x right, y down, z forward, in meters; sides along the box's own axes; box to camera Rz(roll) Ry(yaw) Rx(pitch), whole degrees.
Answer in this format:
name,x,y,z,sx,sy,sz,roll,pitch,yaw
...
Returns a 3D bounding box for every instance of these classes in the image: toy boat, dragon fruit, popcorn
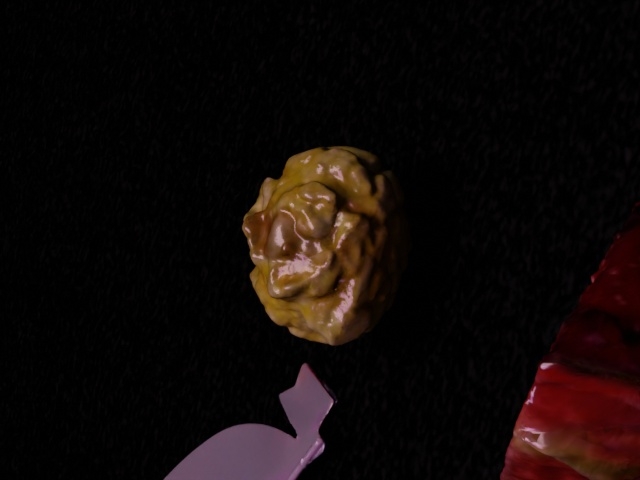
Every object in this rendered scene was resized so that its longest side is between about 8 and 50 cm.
name,x,y,z,sx,sy,sz,roll,pitch,yaw
toy boat,-0.101,0.211,1.243,0.219,0.072,0.318,31,102,56
dragon fruit,0.187,0.048,0.748,0.317,0.152,0.205,-53,-14,-41
popcorn,0.000,0.000,1.104,0.106,0.116,0.121,20,132,27
